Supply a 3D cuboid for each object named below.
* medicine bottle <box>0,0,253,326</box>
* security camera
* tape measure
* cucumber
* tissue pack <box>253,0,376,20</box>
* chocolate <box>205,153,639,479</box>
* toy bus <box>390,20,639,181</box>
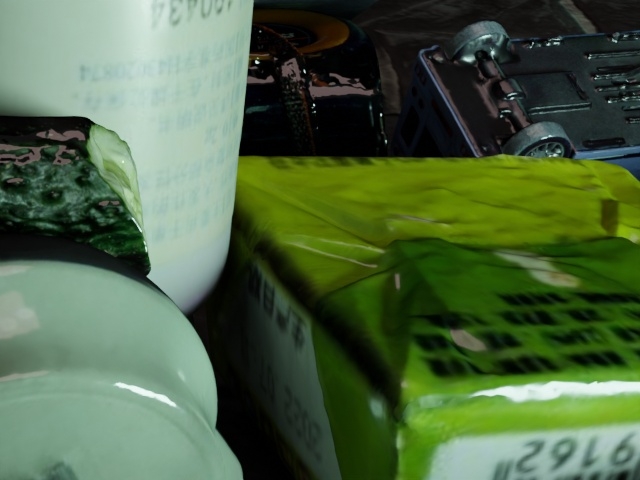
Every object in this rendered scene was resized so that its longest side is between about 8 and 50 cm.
[{"bbox_3d":[-0.146,-0.066,0.900,0.213,0.379,0.213,6,23,-3],"label":"medicine bottle"},{"bbox_3d":[-0.103,0.144,0.662,0.197,0.191,0.277,-30,44,-1],"label":"security camera"},{"bbox_3d":[-0.051,-0.100,1.323,0.202,0.135,0.223,-5,22,-4],"label":"tape measure"},{"bbox_3d":[-0.187,-0.017,0.742,0.241,0.074,0.074,0,25,-20],"label":"cucumber"},{"bbox_3d":[-0.090,-0.248,1.489,0.288,0.124,0.394,2,0,-8],"label":"tissue pack"},{"bbox_3d":[0.105,0.063,0.976,0.301,0.137,0.289,1,25,-25],"label":"chocolate"},{"bbox_3d":[0.208,-0.085,1.341,0.292,0.133,0.125,-7,53,-26],"label":"toy bus"}]
